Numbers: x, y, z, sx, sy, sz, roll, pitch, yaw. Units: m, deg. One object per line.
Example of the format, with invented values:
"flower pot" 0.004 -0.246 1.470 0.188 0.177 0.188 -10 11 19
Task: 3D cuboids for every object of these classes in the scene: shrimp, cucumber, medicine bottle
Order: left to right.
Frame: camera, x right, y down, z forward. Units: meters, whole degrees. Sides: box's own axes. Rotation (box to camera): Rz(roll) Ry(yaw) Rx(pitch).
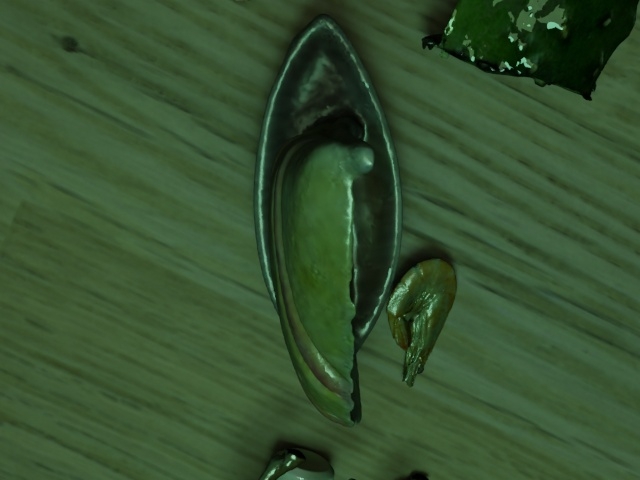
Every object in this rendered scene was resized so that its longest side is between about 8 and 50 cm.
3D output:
"medicine bottle" -0.024 0.217 0.970 0.052 0.052 0.089 16 103 -1
"shrimp" 0.072 0.062 0.937 0.059 0.023 0.108 9 107 -34
"cucumber" 0.198 -0.258 0.830 0.145 0.105 0.325 22 100 -2

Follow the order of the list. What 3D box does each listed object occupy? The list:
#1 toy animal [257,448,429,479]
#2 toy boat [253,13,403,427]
"toy animal" 0.008 0.304 0.955 0.243 0.087 0.260 20 97 -21
"toy boat" 0.002 0.006 0.830 0.111 0.293 0.276 -1 118 4
